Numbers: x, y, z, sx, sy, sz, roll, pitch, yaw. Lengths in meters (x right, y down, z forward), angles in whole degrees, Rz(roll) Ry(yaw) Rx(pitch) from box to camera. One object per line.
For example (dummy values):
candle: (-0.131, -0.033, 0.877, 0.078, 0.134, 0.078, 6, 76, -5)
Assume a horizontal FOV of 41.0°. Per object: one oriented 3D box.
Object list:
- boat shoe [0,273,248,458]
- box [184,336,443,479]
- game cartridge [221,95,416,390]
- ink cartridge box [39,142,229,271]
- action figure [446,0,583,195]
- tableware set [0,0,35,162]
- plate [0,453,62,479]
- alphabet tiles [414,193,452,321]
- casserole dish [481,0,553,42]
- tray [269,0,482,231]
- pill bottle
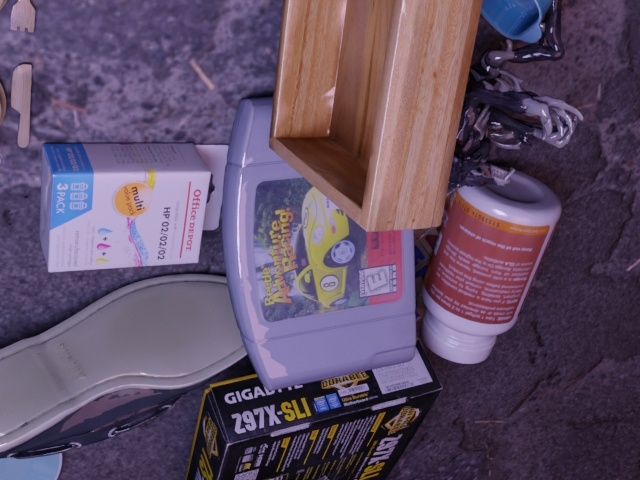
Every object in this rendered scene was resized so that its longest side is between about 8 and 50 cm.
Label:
boat shoe: (-0.213, 0.139, 0.881, 0.340, 0.127, 0.113, -26, 159, -28)
box: (-0.025, 0.256, 1.023, 0.257, 0.079, 0.322, -12, 144, -24)
game cartridge: (0.000, 0.000, 0.863, 0.195, 0.060, 0.295, -8, 103, -19)
ink cartridge box: (-0.168, -0.034, 0.812, 0.181, 0.062, 0.104, -4, 124, -26)
action figure: (0.198, -0.142, 0.864, 0.140, 0.164, 0.276, 27, 105, 7)
tableware set: (-0.292, -0.153, 0.677, 0.128, 0.039, 0.194, -2, 123, -26)
plate: (-0.378, 0.247, 0.928, 0.188, 0.024, 0.188, -14, 129, -18)
alphabet tiles: (0.093, 0.033, 1.032, 0.237, 0.009, 0.198, -38, 131, 2)
casserole dish: (0.139, -0.256, 0.748, 0.037, 0.114, 0.188, -43, 93, -4)
tray: (0.049, -0.236, 0.647, 0.076, 0.203, 0.411, -4, 116, -25)
pill bottle: (0.187, 0.031, 0.993, 0.121, 0.121, 0.216, -1, 123, -27)
